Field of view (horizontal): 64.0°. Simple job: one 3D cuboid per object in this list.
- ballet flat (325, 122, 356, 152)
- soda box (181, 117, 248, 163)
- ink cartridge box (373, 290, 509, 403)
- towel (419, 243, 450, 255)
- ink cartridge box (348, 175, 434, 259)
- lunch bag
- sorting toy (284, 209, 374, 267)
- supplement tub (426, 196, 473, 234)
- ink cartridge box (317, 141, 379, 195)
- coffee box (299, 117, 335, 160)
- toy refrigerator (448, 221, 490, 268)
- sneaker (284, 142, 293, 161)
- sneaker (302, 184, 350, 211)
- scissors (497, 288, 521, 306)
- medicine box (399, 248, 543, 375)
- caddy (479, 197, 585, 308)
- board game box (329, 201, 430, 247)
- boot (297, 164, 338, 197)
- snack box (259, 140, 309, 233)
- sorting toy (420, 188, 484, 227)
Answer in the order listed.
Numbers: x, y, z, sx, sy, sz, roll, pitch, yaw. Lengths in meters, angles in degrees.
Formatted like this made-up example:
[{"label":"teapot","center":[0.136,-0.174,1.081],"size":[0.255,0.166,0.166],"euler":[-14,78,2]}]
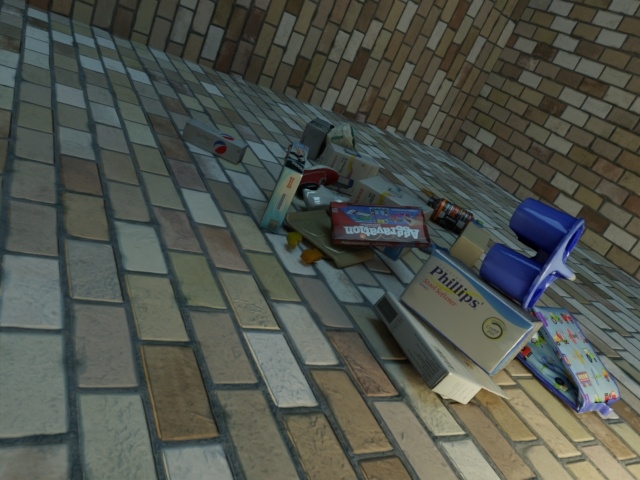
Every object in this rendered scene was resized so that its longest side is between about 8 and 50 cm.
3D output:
[{"label":"ballet flat","center":[0.087,-0.444,2.284],"size":[0.146,0.147,0.409],"euler":[27,3,3]},{"label":"soda box","center":[-0.369,-0.347,1.793],"size":[0.216,0.069,0.074],"euler":[25,23,-1]},{"label":"ink cartridge box","center":[0.268,0.251,1.164],"size":[0.238,0.060,0.275],"euler":[31,15,-35]},{"label":"towel","center":[0.405,0.032,1.828],"size":[0.119,0.029,0.067],"euler":[23,23,-7]},{"label":"ink cartridge box","center":[0.215,-0.080,1.686],"size":[0.232,0.171,0.168],"euler":[33,24,18]},{"label":"lunch bag","center":[0.657,0.324,1.350],"size":[0.220,0.138,0.293],"euler":[9,37,-41]},{"label":"sorting toy","center":[0.000,0.000,1.467],"size":[0.229,0.041,0.307],"euler":[41,27,24]},{"label":"supplement tub","center":[0.545,-0.112,2.198],"size":[0.197,0.106,0.106],"euler":[28,22,8]},{"label":"ink cartridge box","center":[0.100,-0.271,2.009],"size":[0.212,0.154,0.093],"euler":[17,25,-22]},{"label":"coffee box","center":[-0.020,-0.465,2.330],"size":[0.098,0.141,0.246],"euler":[26,23,1]},{"label":"toy refrigerator","center":[0.572,0.015,1.965],"size":[0.102,0.094,0.269],"euler":[37,25,10]},{"label":"sneaker","center":[-0.117,-0.355,2.079],"size":[0.042,0.067,0.118],"euler":[20,23,-13]},{"label":"sneaker","center":[0.027,-0.144,1.718],"size":[0.212,0.080,0.094],"euler":[-2,60,-47]},{"label":"scissors","center":[0.552,0.192,1.650],"size":[0.296,0.021,0.109],"euler":[5,32,-38]},{"label":"medicine box","center":[0.367,0.169,1.227],"size":[0.263,0.149,0.289],"euler":[41,12,26]},{"label":"caddy","center":[0.526,0.043,1.228],"size":[0.179,0.241,0.341],"euler":[35,9,25]},{"label":"board game box","center":[0.170,-0.045,1.485],"size":[0.281,0.027,0.145],"euler":[2,51,-8]},{"label":"boot","center":[-0.001,-0.197,1.837],"size":[0.244,0.089,0.176],"euler":[-6,38,-39]},{"label":"snack box","center":[-0.101,-0.168,1.525],"size":[0.060,0.187,0.322],"euler":[23,23,-7]},{"label":"sorting toy","center":[0.614,-0.139,2.411],"size":[0.347,0.047,0.196],"euler":[38,21,26]}]
